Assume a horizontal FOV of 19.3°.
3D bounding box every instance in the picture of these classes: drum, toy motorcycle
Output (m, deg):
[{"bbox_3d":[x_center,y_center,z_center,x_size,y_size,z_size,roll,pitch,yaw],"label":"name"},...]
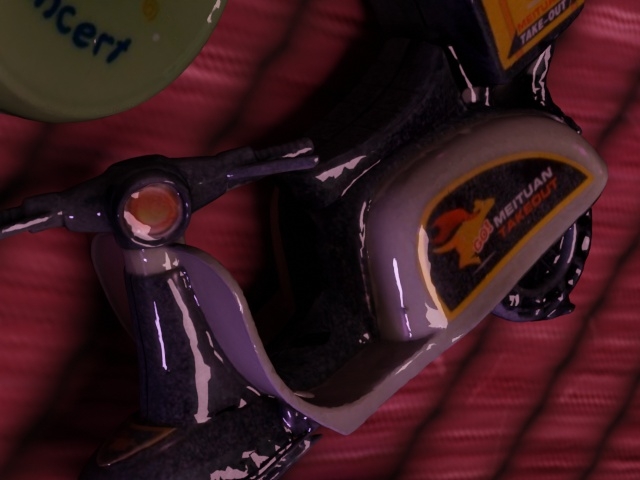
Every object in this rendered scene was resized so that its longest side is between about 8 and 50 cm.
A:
[{"bbox_3d":[-0.104,-0.031,0.566,0.130,0.049,0.253,25,88,-48],"label":"drum"},{"bbox_3d":[0.000,0.000,0.661,0.263,0.091,0.157,-41,123,-28],"label":"toy motorcycle"}]
